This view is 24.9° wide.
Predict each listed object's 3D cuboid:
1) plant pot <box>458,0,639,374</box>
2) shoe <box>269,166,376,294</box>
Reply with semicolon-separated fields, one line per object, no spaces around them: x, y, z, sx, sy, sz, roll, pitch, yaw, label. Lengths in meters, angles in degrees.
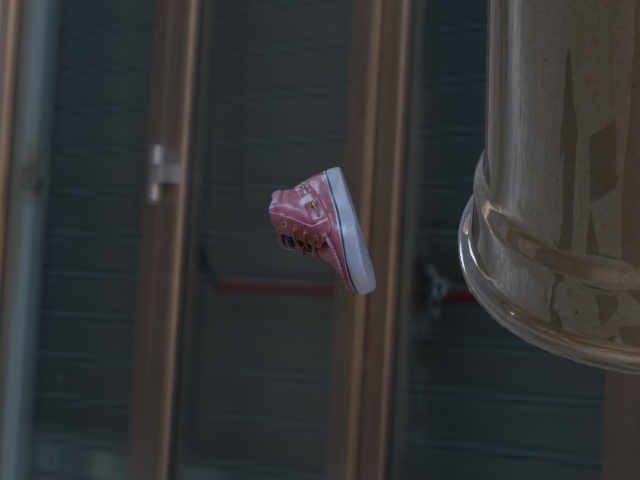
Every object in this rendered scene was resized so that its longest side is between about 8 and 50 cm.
0.241;-0.131;0.978;0.333;0.305;0.334;-8;34;6;plant pot
0.000;0.000;1.434;0.081;0.178;0.063;-20;-50;4;shoe
